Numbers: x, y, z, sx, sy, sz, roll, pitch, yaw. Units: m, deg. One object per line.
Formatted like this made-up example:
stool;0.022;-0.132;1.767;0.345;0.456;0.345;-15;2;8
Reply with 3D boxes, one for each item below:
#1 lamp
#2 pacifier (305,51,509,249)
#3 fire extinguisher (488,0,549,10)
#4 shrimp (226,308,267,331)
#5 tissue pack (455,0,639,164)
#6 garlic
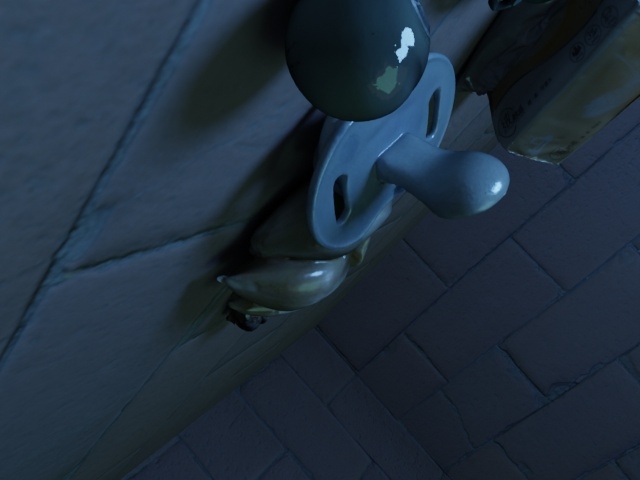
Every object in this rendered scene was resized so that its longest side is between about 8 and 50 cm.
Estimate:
lamp;0.026;-0.137;0.382;0.105;0.105;0.105;-42;170;-9
pacifier;0.110;-0.091;0.613;0.279;0.207;0.227;-44;153;-24
fire extinguisher;0.265;-0.322;0.574;0.294;0.093;0.118;-40;172;-16
shrimp;-0.135;0.139;1.040;0.190;0.075;0.073;73;32;-72
tissue pack;0.364;-0.298;0.828;0.238;0.238;0.305;-37;170;-30
garlic;-0.001;0.000;0.809;0.279;0.132;0.325;-58;169;26
